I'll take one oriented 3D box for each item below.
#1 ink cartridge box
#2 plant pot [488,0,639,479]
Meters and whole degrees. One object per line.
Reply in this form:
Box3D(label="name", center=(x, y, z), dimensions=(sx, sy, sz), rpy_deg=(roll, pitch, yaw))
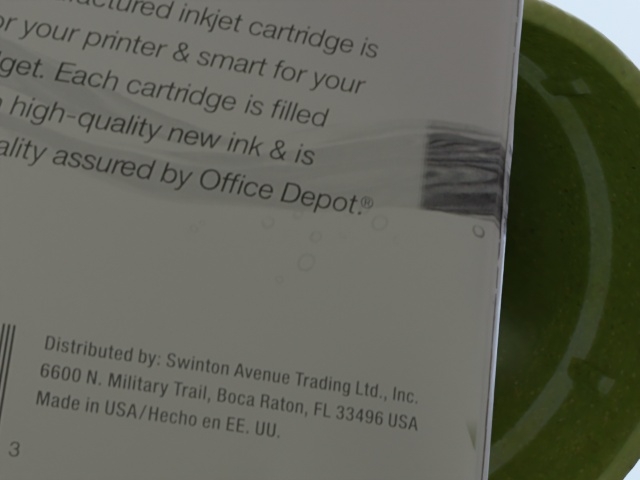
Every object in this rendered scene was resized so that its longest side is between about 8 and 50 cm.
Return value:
Box3D(label="ink cartridge box", center=(-0.058, 0.002, 0.441), dimensions=(0.207, 0.283, 0.117), rpy_deg=(9, -16, -9))
Box3D(label="plant pot", center=(0.000, 0.000, 0.764), dimensions=(0.276, 0.254, 0.276), rpy_deg=(-6, -75, -21))
